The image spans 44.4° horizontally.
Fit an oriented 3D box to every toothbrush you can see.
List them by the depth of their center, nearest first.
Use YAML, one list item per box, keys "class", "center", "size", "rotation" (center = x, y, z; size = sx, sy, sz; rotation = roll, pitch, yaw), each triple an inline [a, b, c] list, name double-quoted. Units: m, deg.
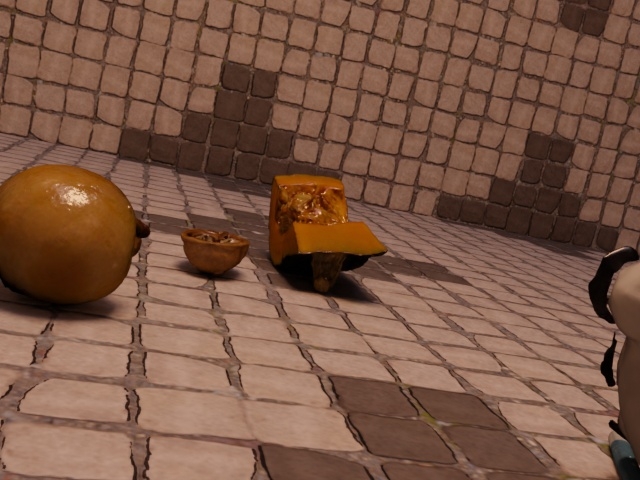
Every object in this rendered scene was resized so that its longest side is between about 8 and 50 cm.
- class: "toothbrush"
  center: [0.237, 0.193, 0.582]
  size: [0.019, 0.025, 0.275]
  rotation: [20, 8, 11]

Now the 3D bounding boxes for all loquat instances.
- class: "loquat"
  center: [-0.252, -0.006, 0.771]
  size: [0.163, 0.137, 0.163]
  rotation: [7, -6, 1]

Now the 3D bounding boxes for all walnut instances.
- class: "walnut"
  center: [-0.143, 0.017, 1.048]
  size: [0.091, 0.052, 0.121]
  rotation: [11, 7, 3]

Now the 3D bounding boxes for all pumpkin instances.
- class: "pumpkin"
  center: [0.000, 0.005, 1.151]
  size: [0.130, 0.126, 0.248]
  rotation: [4, 28, -14]

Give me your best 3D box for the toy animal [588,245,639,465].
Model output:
- class: "toy animal"
  center: [0.342, 0.151, 0.479]
  size: [0.257, 0.194, 0.357]
  rotation: [22, 13, -27]
